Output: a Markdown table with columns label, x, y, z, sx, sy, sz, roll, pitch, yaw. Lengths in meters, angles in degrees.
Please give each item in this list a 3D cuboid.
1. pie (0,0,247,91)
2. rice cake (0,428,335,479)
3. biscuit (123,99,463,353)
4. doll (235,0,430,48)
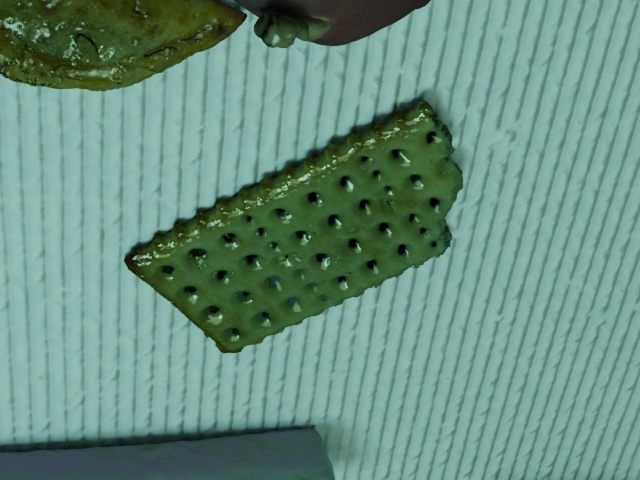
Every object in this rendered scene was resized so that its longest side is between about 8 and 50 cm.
| label | x | y | z | sx | sy | sz | roll | pitch | yaw |
| --- | --- | --- | --- | --- | --- | --- | --- | --- | --- |
| pie | -0.121 | -0.110 | 0.962 | 0.092 | 0.034 | 0.170 | -39 | 144 | 23 |
| rice cake | -0.144 | 0.168 | 1.273 | 0.365 | 0.072 | 0.056 | -2 | 137 | -21 |
| biscuit | 0.000 | -0.001 | 1.164 | 0.203 | 0.016 | 0.144 | -26 | 142 | 12 |
| doll | 0.038 | -0.198 | 0.818 | 0.196 | 0.152 | 0.256 | -31 | 173 | -40 |
